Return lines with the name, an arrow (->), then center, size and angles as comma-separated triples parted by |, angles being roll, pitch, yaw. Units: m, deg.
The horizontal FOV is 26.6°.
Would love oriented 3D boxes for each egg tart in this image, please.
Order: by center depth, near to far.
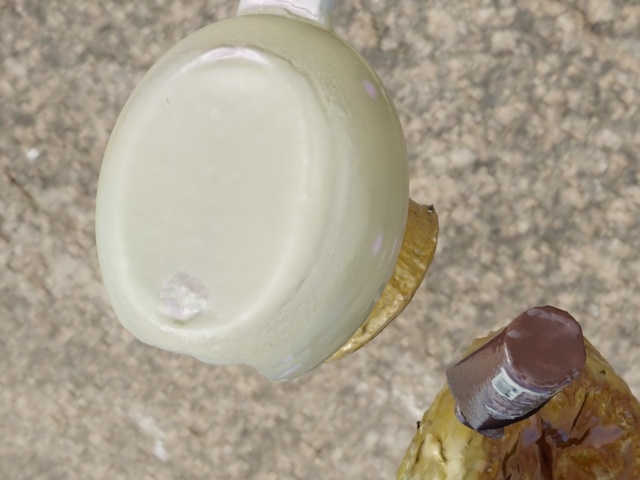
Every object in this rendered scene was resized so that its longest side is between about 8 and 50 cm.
egg tart -> 0.000, 0.000, 1.292 | 0.147, 0.202, 0.203 | 45, 143, -22
egg tart -> 0.204, 0.304, 1.445 | 0.178, 0.443, 0.443 | -6, 125, 44

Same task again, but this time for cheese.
cheese -> -0.022, -0.059, 0.567 | 0.137, 0.227, 0.064 | 10, 177, 24

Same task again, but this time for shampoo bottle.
shampoo bottle -> 0.144, 0.108, 1.037 | 0.068, 0.067, 0.236 | 60, 166, 11
